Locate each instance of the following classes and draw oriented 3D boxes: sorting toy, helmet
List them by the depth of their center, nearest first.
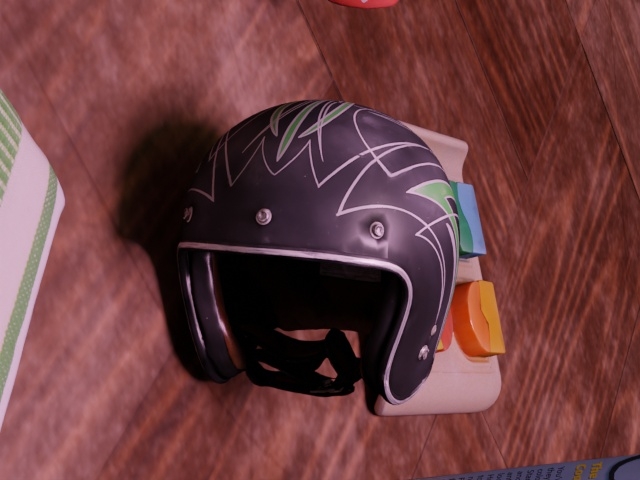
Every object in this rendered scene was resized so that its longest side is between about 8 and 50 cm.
[{"bbox_3d":[0.000,0.000,0.941,0.169,0.169,0.161,-51,141,-55],"label":"helmet"},{"bbox_3d":[0.081,0.020,1.217,0.193,0.038,0.208,9,73,-61],"label":"sorting toy"}]

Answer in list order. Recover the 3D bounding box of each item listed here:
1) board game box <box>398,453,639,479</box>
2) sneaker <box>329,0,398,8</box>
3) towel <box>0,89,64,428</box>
[{"bbox_3d":[0.088,0.221,0.905,0.142,0.275,0.144,62,33,-30],"label":"board game box"},{"bbox_3d":[0.026,-0.284,1.157,0.350,0.131,0.148,-85,-175,-51],"label":"sneaker"},{"bbox_3d":[-0.224,-0.034,0.669,0.325,0.038,0.248,49,39,-41],"label":"towel"}]
